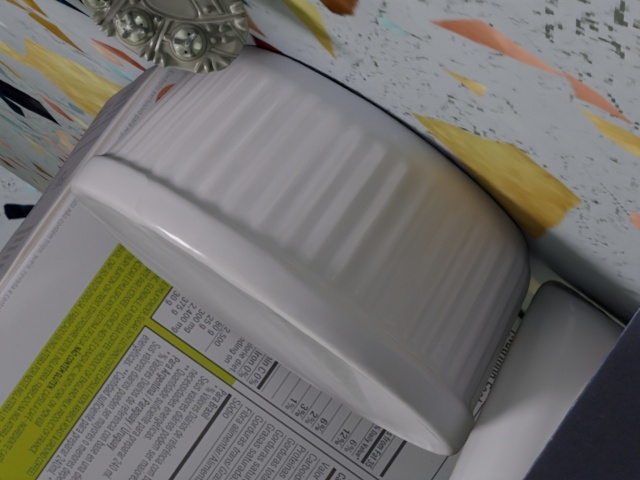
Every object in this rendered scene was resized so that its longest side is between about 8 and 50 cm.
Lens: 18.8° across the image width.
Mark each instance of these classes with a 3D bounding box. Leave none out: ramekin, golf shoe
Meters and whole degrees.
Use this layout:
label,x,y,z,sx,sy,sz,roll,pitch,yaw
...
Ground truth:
label,x,y,z,sx,sy,sz,roll,pitch,yaw
ramekin,0.000,0.000,1.125,0.273,0.127,0.273,35,172,6
golf shoe,-0.103,-0.149,0.980,0.176,0.069,0.086,37,-168,7

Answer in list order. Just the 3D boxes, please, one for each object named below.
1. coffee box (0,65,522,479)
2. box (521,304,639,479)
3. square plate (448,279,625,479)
label,x,y,z,sx,sy,sz,roll,pitch,yaw
coffee box,-0.096,0.112,1.413,0.334,0.338,0.337,36,172,-10
box,0.273,0.167,0.796,0.294,0.183,0.296,30,171,38
square plate,0.208,0.226,1.030,0.344,0.347,0.049,36,141,-6
